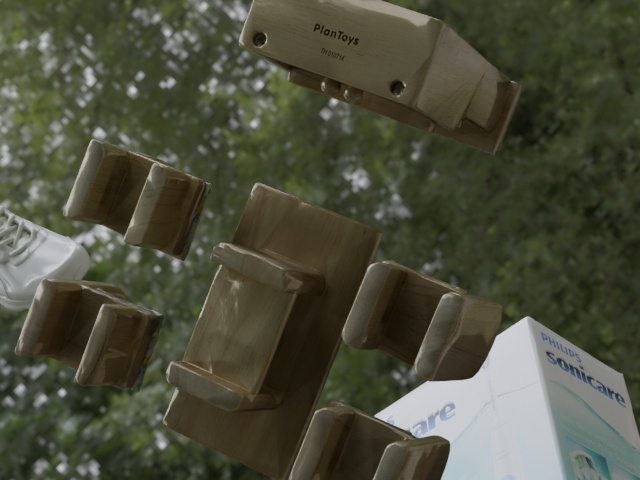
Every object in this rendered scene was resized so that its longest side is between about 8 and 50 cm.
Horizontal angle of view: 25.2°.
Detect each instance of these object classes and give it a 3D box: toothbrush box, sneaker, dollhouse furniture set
[{"bbox_3d":[0.134,0.240,1.050,0.126,0.295,0.216,30,-54,-34],"label":"toothbrush box"},{"bbox_3d":[-0.343,0.000,1.497,0.090,0.232,0.115,-54,-42,-34],"label":"sneaker"},{"bbox_3d":[0.000,0.000,0.761,0.242,0.212,0.161,-69,-20,3],"label":"dollhouse furniture set"}]
